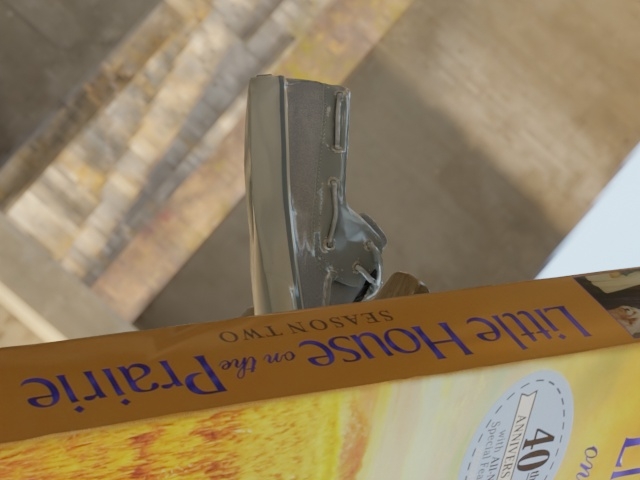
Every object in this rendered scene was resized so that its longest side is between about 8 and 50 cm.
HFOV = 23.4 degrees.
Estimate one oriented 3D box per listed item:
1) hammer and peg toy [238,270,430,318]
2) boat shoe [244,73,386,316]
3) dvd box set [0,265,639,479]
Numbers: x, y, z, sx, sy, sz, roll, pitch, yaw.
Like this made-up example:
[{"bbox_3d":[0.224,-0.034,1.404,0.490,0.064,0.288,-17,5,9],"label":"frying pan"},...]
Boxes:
[{"bbox_3d":[0.101,0.146,1.176,0.361,0.266,0.127,19,-116,41],"label":"hammer and peg toy"},{"bbox_3d":[0.000,0.000,0.912,0.079,0.081,0.227,101,-14,-63],"label":"boat shoe"},{"bbox_3d":[-0.010,0.167,0.705,0.420,0.062,0.308,-5,125,-30],"label":"dvd box set"}]
